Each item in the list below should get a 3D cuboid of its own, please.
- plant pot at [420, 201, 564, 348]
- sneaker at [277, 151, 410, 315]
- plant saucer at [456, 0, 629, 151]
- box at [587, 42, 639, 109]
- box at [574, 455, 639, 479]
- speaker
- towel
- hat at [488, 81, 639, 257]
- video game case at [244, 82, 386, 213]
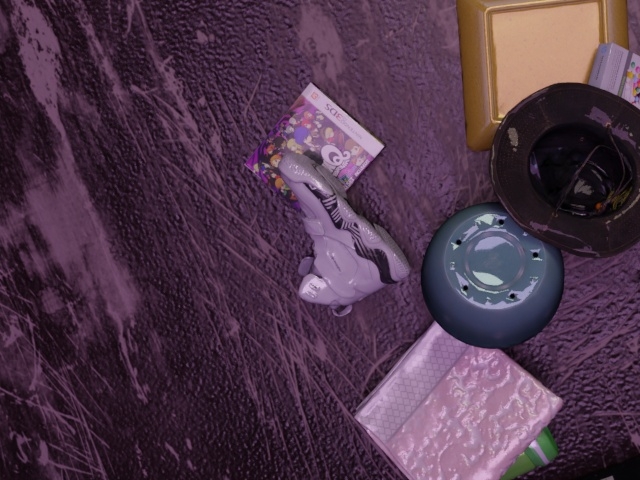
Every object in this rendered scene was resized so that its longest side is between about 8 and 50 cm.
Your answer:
[{"bbox_3d":[0.334,0.058,1.569,0.293,0.235,0.293,-2,80,10],"label":"plant pot"},{"bbox_3d":[0.000,0.000,1.681,0.210,0.137,0.366,-40,110,14],"label":"sneaker"},{"bbox_3d":[0.447,-0.355,1.614,0.333,0.081,0.332,-4,97,12],"label":"plant saucer"},{"bbox_3d":[0.591,-0.278,1.556,0.186,0.038,0.145,16,90,-29],"label":"box"},{"bbox_3d":[0.609,0.645,1.662,0.296,0.183,0.294,-25,91,14],"label":"box"},{"bbox_3d":[0.345,0.465,1.717,0.297,0.131,0.131,-29,91,13],"label":"speaker"},{"bbox_3d":[0.274,0.353,1.677,0.317,0.053,0.332,42,95,26],"label":"towel"},{"bbox_3d":[0.467,-0.125,1.495,0.331,0.134,0.331,0,87,2],"label":"hat"},{"bbox_3d":[-0.012,-0.183,1.740,0.210,0.042,0.232,42,103,2],"label":"video game case"}]
